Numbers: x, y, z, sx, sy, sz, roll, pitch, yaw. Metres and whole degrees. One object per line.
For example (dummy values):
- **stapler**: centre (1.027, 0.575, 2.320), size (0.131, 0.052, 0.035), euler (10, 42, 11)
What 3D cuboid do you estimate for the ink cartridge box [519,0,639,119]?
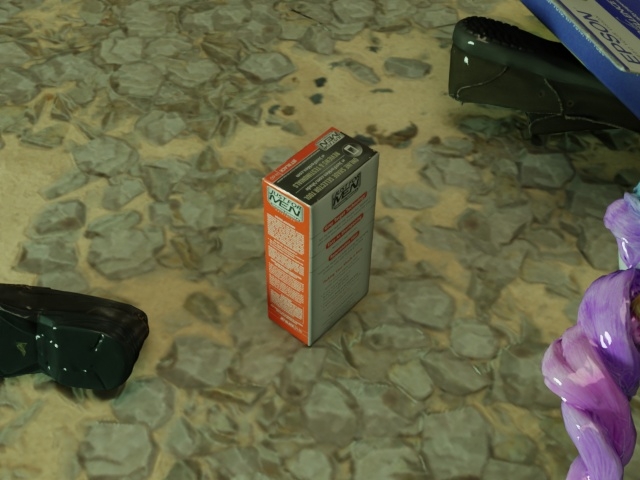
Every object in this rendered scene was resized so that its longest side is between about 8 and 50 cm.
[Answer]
- **ink cartridge box**: centre (0.269, -0.186, 0.799), size (0.307, 0.072, 0.304), euler (1, 42, -29)

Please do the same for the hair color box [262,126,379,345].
- **hair color box**: centre (0.000, 0.000, 0.634), size (0.043, 0.141, 0.072), euler (32, 53, 26)

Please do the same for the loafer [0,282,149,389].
- **loafer**: centre (-0.202, 0.059, 0.638), size (0.170, 0.062, 0.061), euler (13, 25, 6)

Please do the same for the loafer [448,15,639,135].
- **loafer**: centre (0.210, -0.131, 0.818), size (0.220, 0.078, 0.080), euler (18, 34, -7)

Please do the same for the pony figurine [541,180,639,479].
- **pony figurine**: centre (0.158, 0.167, 0.401), size (0.351, 0.303, 0.364), euler (-31, 78, -12)
